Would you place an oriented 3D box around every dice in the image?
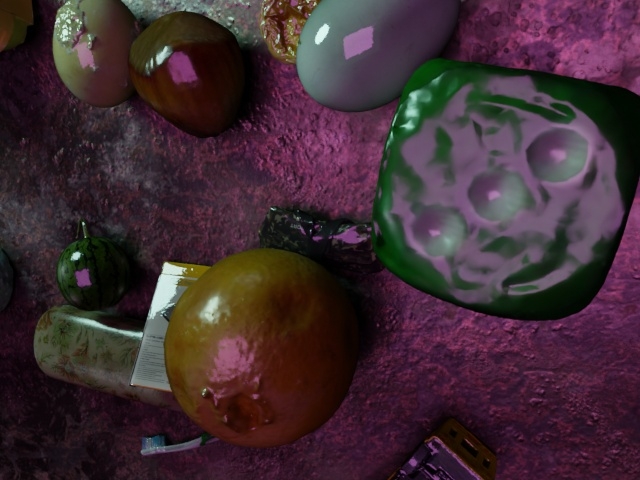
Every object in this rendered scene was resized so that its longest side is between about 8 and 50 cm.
[{"bbox_3d":[0.252,-0.080,0.875,0.297,0.287,0.300,14,107,16],"label":"dice"}]

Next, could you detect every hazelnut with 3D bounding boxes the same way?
[{"bbox_3d":[-0.212,-0.279,1.072,0.210,0.210,0.186,18,85,16],"label":"hazelnut"}]

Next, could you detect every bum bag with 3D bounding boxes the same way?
[{"bbox_3d":[0.000,-0.001,1.109,0.248,0.069,0.102,7,142,18],"label":"bum bag"}]

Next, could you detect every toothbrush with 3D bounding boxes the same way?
[{"bbox_3d":[-0.204,0.397,1.301,0.418,0.042,0.040,-16,65,24],"label":"toothbrush"}]

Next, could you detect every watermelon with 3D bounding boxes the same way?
[{"bbox_3d":[-0.451,0.046,1.255,0.141,0.141,0.187,-15,91,23],"label":"watermelon"}]

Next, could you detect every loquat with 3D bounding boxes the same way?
[{"bbox_3d":[-0.094,0.172,1.050,0.329,0.328,0.328,5,105,20],"label":"loquat"}]

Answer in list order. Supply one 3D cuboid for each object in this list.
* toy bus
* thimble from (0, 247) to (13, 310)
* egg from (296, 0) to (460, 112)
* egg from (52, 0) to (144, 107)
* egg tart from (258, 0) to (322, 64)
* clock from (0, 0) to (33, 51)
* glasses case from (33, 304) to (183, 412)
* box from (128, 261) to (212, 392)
[{"bbox_3d":[0.159,0.474,1.125,0.144,0.152,0.330,41,111,13],"label":"toy bus"},{"bbox_3d":[-0.813,0.103,1.387,0.250,0.172,0.204,-24,96,23],"label":"thimble"},{"bbox_3d":[0.084,-0.301,0.941,0.264,0.183,0.183,-33,90,18],"label":"egg"},{"bbox_3d":[-0.390,-0.337,1.125,0.164,0.164,0.201,2,102,20],"label":"egg"},{"bbox_3d":[-0.042,-0.355,1.046,0.130,0.052,0.130,5,106,18],"label":"egg tart"},{"bbox_3d":[-0.733,-0.435,1.195,0.317,0.244,0.200,-6,80,27],"label":"clock"},{"bbox_3d":[-0.402,0.238,1.304,0.425,0.098,0.156,9,95,18],"label":"glasses case"},{"bbox_3d":[-0.270,0.166,1.215,0.129,0.033,0.247,6,70,16],"label":"box"}]
